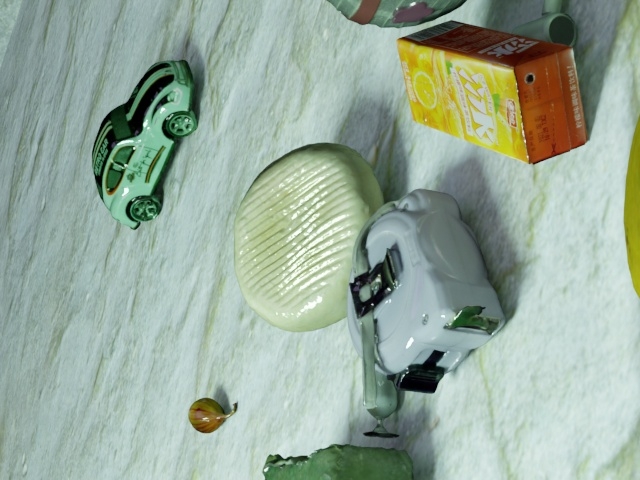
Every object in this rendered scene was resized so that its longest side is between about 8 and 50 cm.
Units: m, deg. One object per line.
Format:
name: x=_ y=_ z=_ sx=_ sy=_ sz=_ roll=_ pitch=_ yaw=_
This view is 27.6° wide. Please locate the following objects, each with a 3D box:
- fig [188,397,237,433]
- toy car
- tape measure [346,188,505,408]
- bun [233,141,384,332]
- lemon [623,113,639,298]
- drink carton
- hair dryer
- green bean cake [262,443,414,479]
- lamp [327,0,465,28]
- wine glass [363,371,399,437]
fig: x=-0.147 y=0.239 z=1.798 sx=0.083 sy=0.050 sz=0.050 roll=-16 pitch=66 yaw=40
toy car: x=-0.300 y=-0.163 z=2.146 sx=0.306 sy=0.125 sz=0.136 roll=-63 pitch=31 yaw=33
tape measure: x=0.090 y=0.057 z=1.317 sx=0.178 sy=0.105 sz=0.196 roll=-61 pitch=34 yaw=35
bun: x=0.000 y=0.000 z=1.508 sx=0.222 sy=0.127 sz=0.222 roll=-10 pitch=70 yaw=31
lemon: x=0.305 y=-0.034 z=0.763 sx=0.260 sy=0.261 sz=0.284 roll=-160 pitch=63 yaw=-63
drink carton: x=0.160 y=-0.146 z=1.247 sx=0.223 sy=0.071 sz=0.096 roll=31 pitch=138 yaw=61
hair dryer: x=0.219 y=-0.234 z=1.242 sx=0.063 sy=0.038 sz=0.124 roll=-6 pitch=71 yaw=63
green bean cake: x=0.010 y=0.326 z=1.364 sx=0.227 sy=0.125 sz=0.222 roll=-35 pitch=53 yaw=57
lamp: x=0.082 y=-0.335 z=1.317 sx=0.265 sy=0.233 sz=0.233 roll=122 pitch=150 yaw=-68
wine glass: x=0.068 y=0.170 z=1.399 sx=0.042 sy=0.039 sz=0.083 roll=-27 pitch=53 yaw=61
